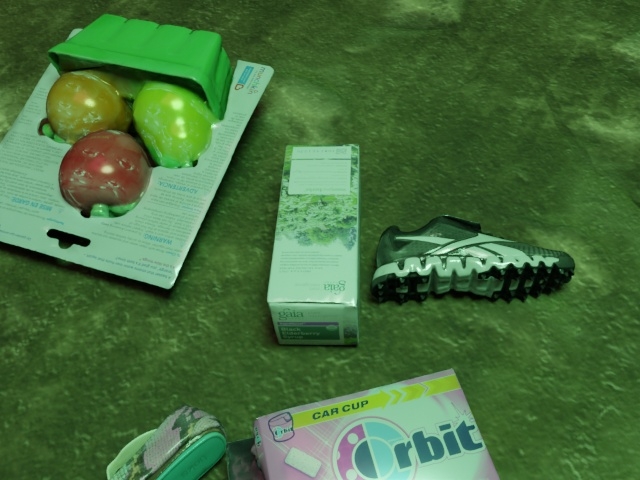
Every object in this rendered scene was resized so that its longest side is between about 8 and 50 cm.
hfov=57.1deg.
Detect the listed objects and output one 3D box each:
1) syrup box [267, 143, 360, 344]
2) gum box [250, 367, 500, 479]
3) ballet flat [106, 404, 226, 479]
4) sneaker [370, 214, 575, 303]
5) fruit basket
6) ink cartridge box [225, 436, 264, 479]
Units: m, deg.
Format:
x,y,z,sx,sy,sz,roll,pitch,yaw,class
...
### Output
x,y,z,sx,sy,sz,roll,pitch,yaw,class
0.000,0.000,0.695,0.093,0.096,0.236,0,54,5,syrup box
0.040,0.190,0.498,0.189,0.062,0.107,-12,53,-8,gum box
-0.185,0.242,0.548,0.079,0.076,0.221,20,50,38,ballet flat
0.174,0.012,0.689,0.235,0.078,0.106,-3,56,3,sneaker
-0.268,-0.127,0.795,0.327,0.165,0.352,13,71,13,fruit basket
0.023,0.317,0.482,0.166,0.065,0.332,-11,55,-6,ink cartridge box
